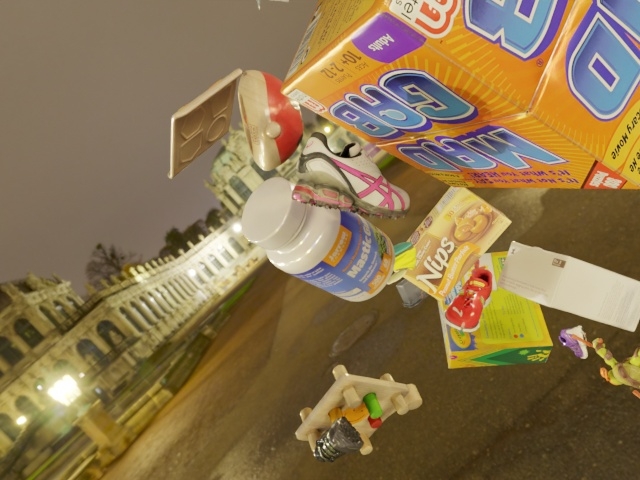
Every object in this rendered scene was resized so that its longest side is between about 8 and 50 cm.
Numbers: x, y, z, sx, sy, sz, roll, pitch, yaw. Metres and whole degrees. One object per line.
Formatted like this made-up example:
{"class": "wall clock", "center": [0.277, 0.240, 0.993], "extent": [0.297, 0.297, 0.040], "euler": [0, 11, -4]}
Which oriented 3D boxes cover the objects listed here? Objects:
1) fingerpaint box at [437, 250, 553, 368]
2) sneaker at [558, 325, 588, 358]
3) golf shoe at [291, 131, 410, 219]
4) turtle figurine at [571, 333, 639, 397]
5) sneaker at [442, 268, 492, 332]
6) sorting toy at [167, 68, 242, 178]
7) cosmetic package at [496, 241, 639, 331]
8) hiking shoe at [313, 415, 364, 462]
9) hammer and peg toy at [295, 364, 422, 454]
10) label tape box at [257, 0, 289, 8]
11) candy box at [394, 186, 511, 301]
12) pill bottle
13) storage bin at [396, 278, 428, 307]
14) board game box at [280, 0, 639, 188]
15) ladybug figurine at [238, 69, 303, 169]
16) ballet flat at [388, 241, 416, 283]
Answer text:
{"class": "fingerpaint box", "center": [0.676, 0.275, 1.880], "extent": [0.370, 0.163, 0.445], "euler": [-6, 50, 8]}
{"class": "sneaker", "center": [0.754, 0.298, 1.373], "extent": [0.071, 0.170, 0.068], "euler": [-7, 52, 34]}
{"class": "golf shoe", "center": [0.051, -0.072, 0.552], "extent": [0.186, 0.086, 0.067], "euler": [8, 5, -45]}
{"class": "turtle figurine", "center": [0.793, 0.318, 1.176], "extent": [0.087, 0.269, 0.217], "euler": [-31, -24, -29]}
{"class": "sneaker", "center": [0.442, 0.166, 1.364], "extent": [0.279, 0.107, 0.119], "euler": [-38, -41, -50]}
{"class": "sorting toy", "center": [-0.246, -0.242, 0.950], "extent": [0.193, 0.038, 0.208], "euler": [-52, -1, -35]}
{"class": "cosmetic package", "center": [0.760, 0.137, 1.388], "extent": [0.217, 0.384, 0.156], "euler": [28, 102, 68]}
{"class": "hiking shoe", "center": [0.038, 0.489, 1.096], "extent": [0.114, 0.086, 0.227], "euler": [-44, -18, -9]}
{"class": "hammer and peg toy", "center": [0.133, 0.507, 1.336], "extent": [0.266, 0.361, 0.127], "euler": [-55, 35, 20]}
{"class": "label tape box", "center": [-0.098, -0.846, 1.319], "extent": [0.347, 0.115, 0.249], "euler": [178, 108, -82]}
{"class": "candy box", "center": [0.379, 0.006, 1.365], "extent": [0.316, 0.182, 0.087], "euler": [-54, 11, 20]}
{"class": "pill bottle", "center": [0.000, 0.000, 0.803], "extent": [0.152, 0.272, 0.152], "euler": [-20, 57, 34]}
{"class": "storage bin", "center": [0.367, 0.184, 1.789], "extent": [0.135, 0.091, 0.098], "euler": [-34, 7, -16]}
{"class": "board game box", "center": [0.212, -0.301, 0.604], "extent": [0.357, 0.356, 0.356], "euler": [-66, 19, -1]}
{"class": "ladybug figurine", "center": [-0.158, -0.383, 1.457], "extent": [0.161, 0.305, 0.449], "euler": [-12, 28, -10]}
{"class": "ballet flat", "center": [0.131, 0.068, 1.041], "extent": [0.230, 0.077, 0.077], "euler": [-18, 15, -31]}
